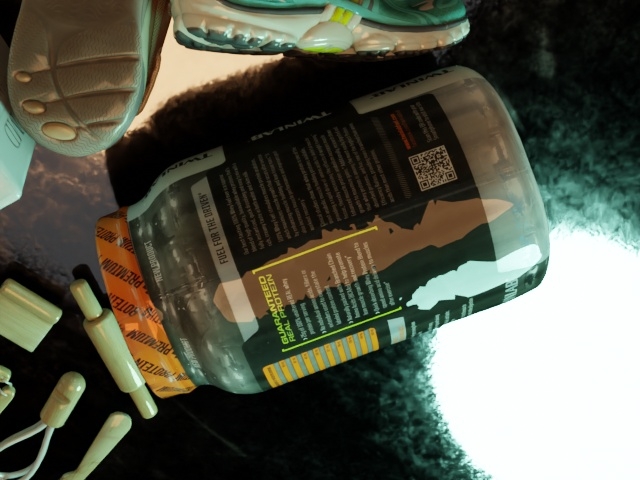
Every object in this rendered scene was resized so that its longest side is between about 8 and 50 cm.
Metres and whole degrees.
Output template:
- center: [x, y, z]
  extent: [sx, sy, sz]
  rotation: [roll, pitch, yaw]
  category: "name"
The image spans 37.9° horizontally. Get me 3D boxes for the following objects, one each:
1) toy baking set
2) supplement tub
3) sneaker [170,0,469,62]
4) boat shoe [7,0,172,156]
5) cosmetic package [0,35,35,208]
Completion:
- center: [-0.263, 0.151, 0.903]
  extent: [0.196, 0.030, 0.256]
  rotation: [-25, 116, 4]
  category: "toy baking set"
- center: [0.000, 0.000, 0.784]
  extent: [0.338, 0.207, 0.207]
  rotation: [-19, 116, -2]
  category: "supplement tub"
- center: [0.013, -0.196, 0.723]
  extent: [0.275, 0.107, 0.110]
  rotation: [-3, 98, -38]
  category: "sneaker"
- center: [-0.159, -0.224, 0.707]
  extent: [0.123, 0.116, 0.324]
  rotation: [15, 92, -1]
  category: "boat shoe"
- center: [-0.380, -0.209, 0.603]
  extent: [0.161, 0.230, 0.453]
  rotation: [-29, 117, 2]
  category: "cosmetic package"
